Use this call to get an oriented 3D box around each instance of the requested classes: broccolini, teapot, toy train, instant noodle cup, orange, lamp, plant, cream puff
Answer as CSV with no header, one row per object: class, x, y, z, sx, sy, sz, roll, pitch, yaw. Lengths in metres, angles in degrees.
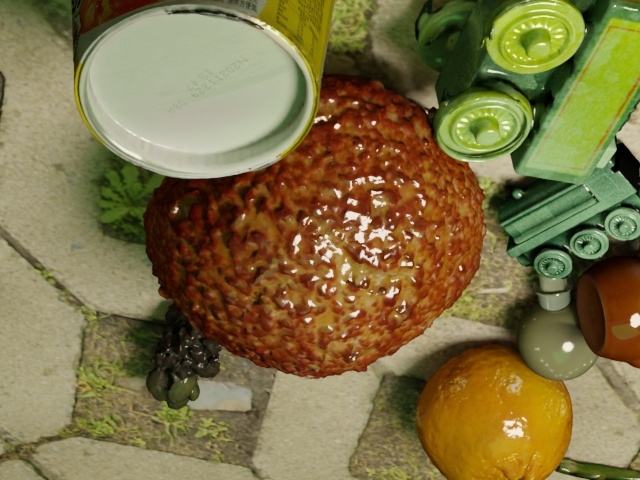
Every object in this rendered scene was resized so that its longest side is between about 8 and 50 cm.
broccolini,0.406,0.295,2.272,0.254,0.057,0.071,7,95,-11
teapot,0.326,0.062,1.943,0.116,0.173,0.116,-11,174,-1
toy train,0.251,-0.034,1.891,0.170,0.071,0.111,-30,114,32
instant noodle cup,-0.103,-0.189,1.626,0.264,0.200,0.264,0,140,0
orange,0.193,0.202,2.099,0.178,0.155,0.177,5,128,7
lamp,0.250,0.070,2.007,0.091,0.091,0.163,-5,123,6
toy train,0.199,-0.174,1.675,0.188,0.159,0.271,8,138,-18
plant,-0.151,0.131,2.078,0.085,0.087,0.174,39,139,10
cream puff,-0.005,0.001,1.820,0.350,0.228,0.350,0,136,0
